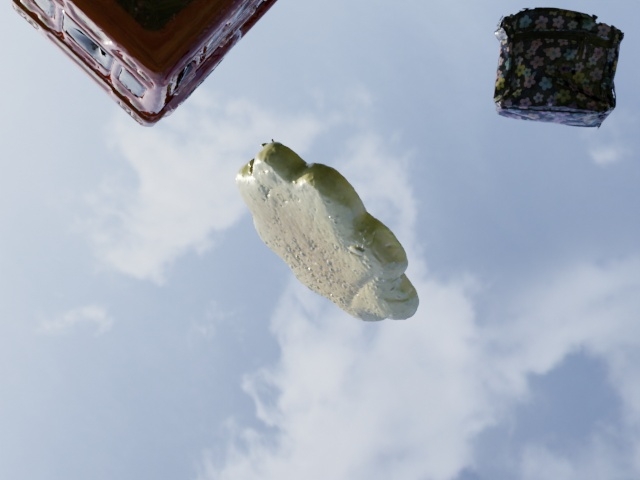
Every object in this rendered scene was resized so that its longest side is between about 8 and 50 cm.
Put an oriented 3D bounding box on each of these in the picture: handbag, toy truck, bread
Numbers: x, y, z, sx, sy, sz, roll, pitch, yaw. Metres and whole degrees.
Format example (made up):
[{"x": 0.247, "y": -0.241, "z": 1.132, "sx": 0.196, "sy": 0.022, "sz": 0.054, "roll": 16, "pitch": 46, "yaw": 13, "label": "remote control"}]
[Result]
[{"x": 0.425, "y": -0.317, "z": 1.484, "sx": 0.229, "sy": 0.127, "sz": 0.207, "roll": 7, "pitch": -95, "yaw": 14, "label": "handbag"}, {"x": -0.038, "y": -0.185, "z": 0.425, "sx": 0.107, "sy": 0.114, "sz": 0.252, "roll": 42, "pitch": -102, "yaw": -12, "label": "toy truck"}, {"x": 0.000, "y": 0.000, "z": 1.090, "sx": 0.316, "sy": 0.316, "sz": 0.054, "roll": 32, "pitch": -115, "yaw": 28, "label": "bread"}]
